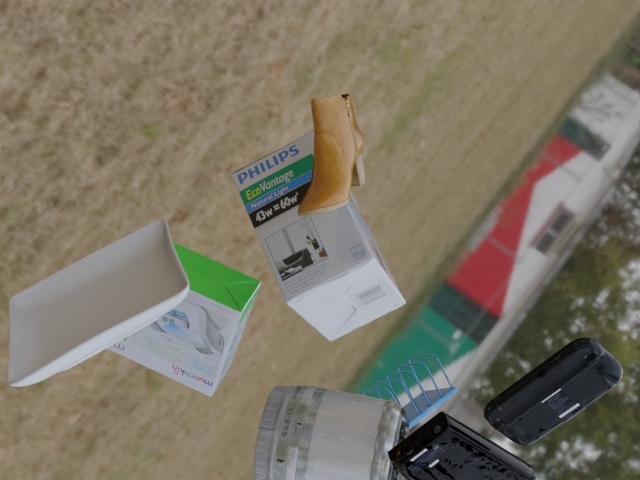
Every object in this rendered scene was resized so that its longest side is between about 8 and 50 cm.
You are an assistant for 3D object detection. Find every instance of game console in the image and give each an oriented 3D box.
[{"bbox_3d":[0.288,0.277,1.397,0.361,0.213,0.044,-41,-146,22],"label":"game console"}]

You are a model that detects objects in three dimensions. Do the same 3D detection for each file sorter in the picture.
[{"bbox_3d":[0.199,0.344,2.150,0.170,0.104,0.118,-29,-175,-34],"label":"file sorter"}]

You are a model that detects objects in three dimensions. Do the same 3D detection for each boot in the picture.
[{"bbox_3d":[0.008,-0.183,1.933,0.295,0.104,0.211,-43,123,-58],"label":"boot"}]

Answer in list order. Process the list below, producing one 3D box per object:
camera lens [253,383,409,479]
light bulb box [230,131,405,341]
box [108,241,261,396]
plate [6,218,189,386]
[{"bbox_3d":[0.027,0.405,1.860,0.219,0.275,0.219,9,90,-80],"label":"camera lens"},{"bbox_3d":[0.000,0.000,2.251,0.225,0.361,0.358,-27,155,6],"label":"light bulb box"},{"bbox_3d":[-0.281,0.141,1.864,0.126,0.262,0.231,-60,173,-58],"label":"box"},{"bbox_3d":[-0.327,0.092,1.396,0.278,0.045,0.277,-29,-153,-4],"label":"plate"}]
